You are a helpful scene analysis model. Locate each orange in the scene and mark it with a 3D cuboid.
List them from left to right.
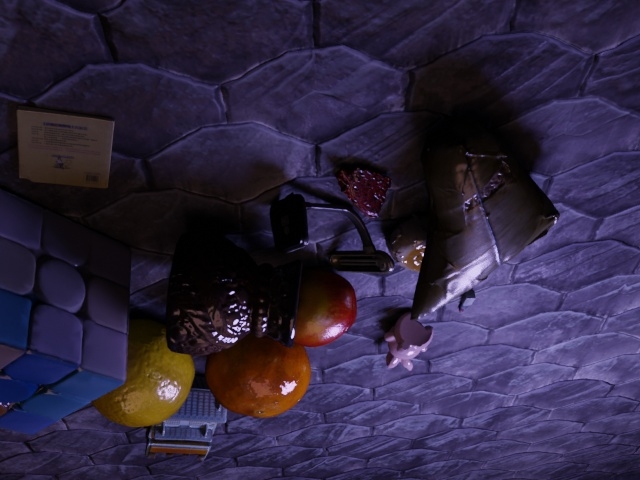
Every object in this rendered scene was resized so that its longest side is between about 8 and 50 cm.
[{"bbox_3d":[-0.164,0.350,2.009,0.284,0.226,0.284,1,147,0],"label":"orange"}]

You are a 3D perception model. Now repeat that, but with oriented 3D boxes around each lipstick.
[{"bbox_3d":[0.386,0.167,2.011,0.025,0.025,0.107,-2,149,-7],"label":"lipstick"}]

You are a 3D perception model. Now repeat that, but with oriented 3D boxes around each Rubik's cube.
[{"bbox_3d":[-0.632,0.160,1.562,0.344,0.346,0.347,-30,138,30],"label":"Rubik's cube"}]

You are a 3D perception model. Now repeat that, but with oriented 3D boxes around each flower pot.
[{"bbox_3d":[-0.179,0.122,1.627,0.267,0.266,0.266,6,143,-3],"label":"flower pot"}]

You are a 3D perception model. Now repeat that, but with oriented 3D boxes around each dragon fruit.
[{"bbox_3d":[0.074,-0.111,1.566,0.131,0.063,0.097,18,105,-30],"label":"dragon fruit"}]

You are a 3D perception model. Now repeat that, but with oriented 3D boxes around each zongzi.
[{"bbox_3d":[0.252,-0.031,1.518,0.393,0.174,0.356,-41,132,9],"label":"zongzi"}]

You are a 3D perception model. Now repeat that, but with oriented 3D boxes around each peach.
[{"bbox_3d":[-0.008,0.165,1.809,0.192,0.190,0.190,19,137,-30],"label":"peach"}]

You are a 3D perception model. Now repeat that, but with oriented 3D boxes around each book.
[{"bbox_3d":[-0.478,-0.169,1.411,0.168,0.013,0.192,6,143,-17],"label":"book"}]

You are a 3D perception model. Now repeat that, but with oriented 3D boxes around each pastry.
[{"bbox_3d":[0.230,0.009,1.715,0.166,0.088,0.165,-2,143,-2],"label":"pastry"}]

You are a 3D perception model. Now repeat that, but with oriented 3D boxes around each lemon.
[{"bbox_3d":[-0.456,0.330,1.892,0.293,0.293,0.293,-4,144,-3],"label":"lemon"}]

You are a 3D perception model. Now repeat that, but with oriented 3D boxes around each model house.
[{"bbox_3d":[-0.406,0.502,2.201,0.224,0.198,0.215,10,125,-19],"label":"model house"}]

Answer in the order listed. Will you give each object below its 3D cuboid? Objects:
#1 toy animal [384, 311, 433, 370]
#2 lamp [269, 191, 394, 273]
[{"bbox_3d":[0.229,0.281,2.088,0.124,0.124,0.212,2,153,-12],"label":"toy animal"},{"bbox_3d":[0.002,-0.006,1.662,0.283,0.124,0.203,18,158,-34],"label":"lamp"}]
